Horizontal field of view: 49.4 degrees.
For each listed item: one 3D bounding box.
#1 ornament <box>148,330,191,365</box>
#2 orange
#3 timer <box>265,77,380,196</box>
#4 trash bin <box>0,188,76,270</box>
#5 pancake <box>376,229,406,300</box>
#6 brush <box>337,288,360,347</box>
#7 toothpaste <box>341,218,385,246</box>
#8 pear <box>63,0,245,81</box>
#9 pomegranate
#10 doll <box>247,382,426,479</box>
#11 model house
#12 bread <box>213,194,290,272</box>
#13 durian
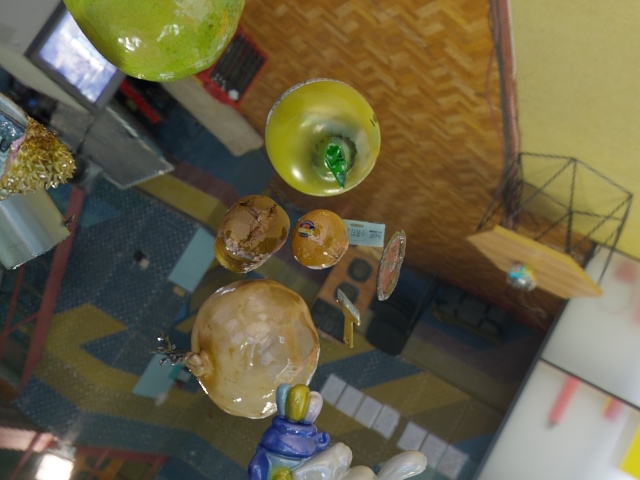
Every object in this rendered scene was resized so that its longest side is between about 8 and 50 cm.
[{"bbox_3d":[-0.453,0.361,2.361,0.236,0.080,0.202,8,-152,13],"label":"ornament"},{"bbox_3d":[-0.002,-0.003,2.007,0.155,0.177,0.177,12,163,30],"label":"orange"},{"bbox_3d":[0.016,-0.208,1.543,0.285,0.285,0.285,30,171,5],"label":"timer"},{"bbox_3d":[-0.891,-0.080,2.031,0.262,0.277,0.217,63,173,-18],"label":"trash bin"},{"bbox_3d":[0.181,0.063,1.787,0.021,0.199,0.199,17,166,21],"label":"pancake"},{"bbox_3d":[0.083,0.248,2.072,0.103,0.013,0.272,48,158,30],"label":"brush"},{"bbox_3d":[0.096,-0.029,2.283,0.071,0.089,0.313,5,180,40],"label":"toothpaste"},{"bbox_3d":[-0.359,-0.538,1.482,0.391,0.391,0.391,30,171,5],"label":"pear"},{"bbox_3d":[-0.208,0.313,2.006,0.411,0.411,0.411,30,171,5],"label":"pomegranate"},{"bbox_3d":[-0.017,0.507,1.485,0.365,0.376,0.187,41,164,7],"label":"doll"},{"bbox_3d":[-0.780,-0.193,1.579,0.253,0.291,0.184,40,-174,-16],"label":"model house"},{"bbox_3d":[-0.211,-0.023,2.130,0.195,0.269,0.142,40,142,0],"label":"bread"},{"bbox_3d":[-0.582,-0.161,1.408,0.165,0.182,0.132,-4,-108,-67],"label":"durian"}]
